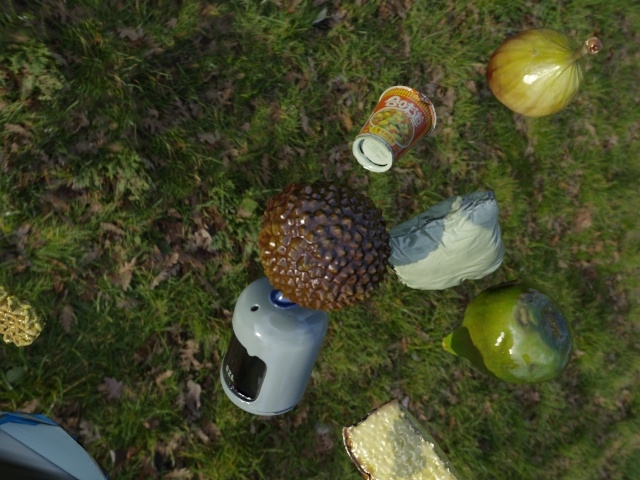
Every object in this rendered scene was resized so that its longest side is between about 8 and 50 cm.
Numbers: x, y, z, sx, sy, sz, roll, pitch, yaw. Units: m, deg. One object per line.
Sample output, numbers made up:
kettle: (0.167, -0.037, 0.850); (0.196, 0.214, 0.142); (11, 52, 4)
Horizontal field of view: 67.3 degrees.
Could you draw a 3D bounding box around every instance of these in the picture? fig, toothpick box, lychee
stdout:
fig: (0.359, 0.199, 0.981); (0.206, 0.275, 0.206); (13, 61, -25)
fig: (0.375, -0.271, 0.798); (0.160, 0.230, 0.143); (24, 117, -12)
toothpick box: (-0.101, 0.239, 1.207); (0.263, 0.263, 0.354); (-2, 131, -24)
lychee: (0.000, 0.000, 0.902); (0.268, 0.267, 0.267); (-9, 112, -22)

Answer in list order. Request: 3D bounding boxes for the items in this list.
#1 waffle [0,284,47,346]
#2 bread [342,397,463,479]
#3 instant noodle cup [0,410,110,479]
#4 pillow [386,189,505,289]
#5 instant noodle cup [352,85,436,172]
waffle: (-0.658, 0.156, 1.016); (0.149, 0.194, 0.051); (47, 44, -15)
bread: (0.155, 0.388, 0.807); (0.129, 0.134, 0.260); (-39, 76, 0)
instant noodle cup: (-0.245, 0.221, 0.289); (0.178, 0.240, 0.240); (-25, 118, 2)
pillow: (0.279, 0.018, 1.118); (0.284, 0.138, 0.310); (-21, 149, 14)
instant noodle cup: (0.201, -0.309, 1.380); (0.212, 0.193, 0.193); (-51, 124, -30)
